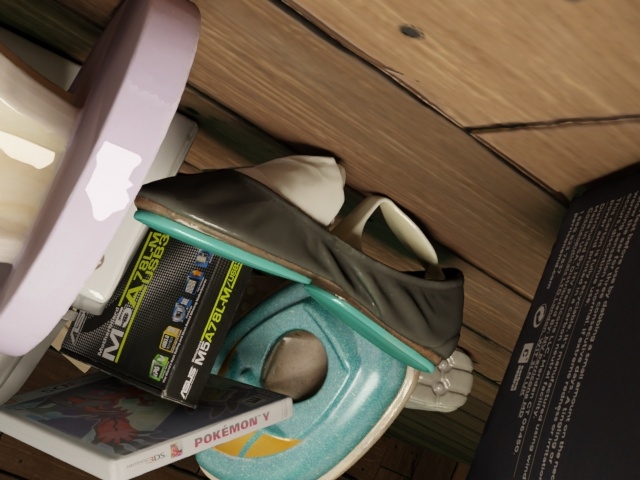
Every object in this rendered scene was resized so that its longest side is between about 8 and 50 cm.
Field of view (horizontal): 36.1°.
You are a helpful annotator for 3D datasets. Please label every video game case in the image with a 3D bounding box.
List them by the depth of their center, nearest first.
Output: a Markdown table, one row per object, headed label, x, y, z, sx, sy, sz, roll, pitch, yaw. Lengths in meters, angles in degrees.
| label | x | y | z | sx | sy | sz | roll | pitch | yaw |
| --- | --- | --- | --- | --- | --- | --- | --- | --- | --- |
| video game case | -0.157 | 0.145 | 0.842 | 0.201 | 0.023 | 0.183 | 8 | -166 | 44 |

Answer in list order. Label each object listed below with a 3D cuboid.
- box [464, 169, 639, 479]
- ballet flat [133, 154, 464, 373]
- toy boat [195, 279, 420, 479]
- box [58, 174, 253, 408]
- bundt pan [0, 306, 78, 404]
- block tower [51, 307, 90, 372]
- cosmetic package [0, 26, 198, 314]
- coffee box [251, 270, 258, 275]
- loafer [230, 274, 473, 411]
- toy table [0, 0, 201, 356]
| label | x | y | z | sx | sy | sz | roll | pitch | yaw |
| --- | --- | --- | --- | --- | --- | --- | --- | --- | --- |
| box | 0.282 | 0.102 | 0.375 | 0.343 | 0.178 | 0.312 | 25 | 169 | -8 |
| ballet flat | 0.000 | 0.000 | 0.675 | 0.280 | 0.096 | 0.095 | 31 | 170 | -38 |
| toy boat | -0.071 | 0.097 | 0.972 | 0.318 | 0.267 | 0.148 | 50 | -163 | 25 |
| box | -0.138 | 0.035 | 0.870 | 0.184 | 0.190 | 0.045 | 12 | 167 | 47 |
| bundt pan | -0.376 | 0.043 | 0.795 | 0.331 | 0.124 | 0.331 | 25 | 173 | 3 |
| block tower | -0.296 | 0.084 | 1.364 | 0.097 | 0.091 | 0.335 | 43 | -176 | -7 |
| cosmetic package | -0.309 | -0.090 | 0.752 | 0.385 | 0.156 | 0.217 | 27 | 168 | -11 |
| coffee box | -0.136 | 0.080 | 1.283 | 0.141 | 0.098 | 0.246 | 16 | 165 | 40 |
| loafer | 0.020 | 0.125 | 1.144 | 0.320 | 0.112 | 0.111 | 23 | 165 | -9 |
| toy table | -0.194 | -0.056 | 0.521 | 0.161 | 0.252 | 0.274 | 22 | 131 | -22 |
